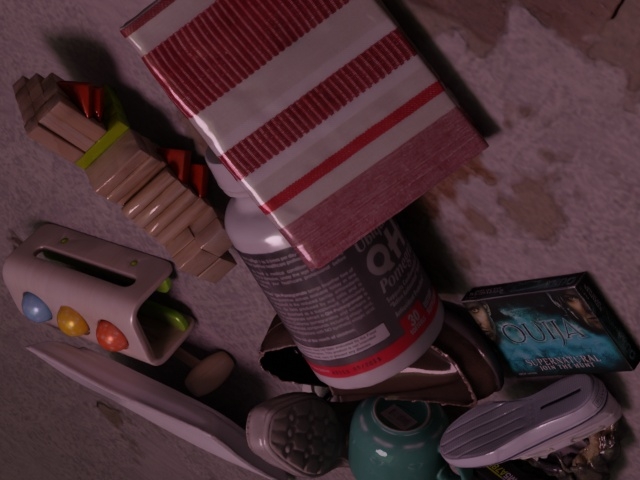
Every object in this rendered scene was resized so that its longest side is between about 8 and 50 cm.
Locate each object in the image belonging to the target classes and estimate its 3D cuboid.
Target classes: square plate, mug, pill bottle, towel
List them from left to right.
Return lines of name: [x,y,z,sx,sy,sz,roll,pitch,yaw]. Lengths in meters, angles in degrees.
square plate: [-0.233,0.257,2.361,0.347,0.049,0.344,22,169,25]
towel: [-0.015,-0.156,1.595,0.237,0.037,0.329,-35,105,14]
pill bottle: [0.000,0.000,1.772,0.176,0.176,0.318,1,131,47]
mug: [0.115,0.250,1.992,0.157,0.129,0.097,1,131,-1]

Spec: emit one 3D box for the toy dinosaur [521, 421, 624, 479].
toy dinosaur: [0.303,0.285,1.909,0.118,0.064,0.268,21,147,18]

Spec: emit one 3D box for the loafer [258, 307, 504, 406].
loafer: [0.067,0.159,1.939,0.366,0.130,0.134,5,134,45]

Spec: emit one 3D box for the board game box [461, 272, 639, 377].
board game box: [0.258,0.099,1.757,0.186,0.026,0.126,-12,121,53]

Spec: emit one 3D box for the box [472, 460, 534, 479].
box: [0.262,0.357,1.995,0.184,0.045,0.191,29,153,59]

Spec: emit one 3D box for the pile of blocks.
pile of blocks: [-0.223,-0.104,1.984,0.112,0.149,0.362,-40,112,16]

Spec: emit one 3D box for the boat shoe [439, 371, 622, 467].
boat shoe: [0.247,0.227,1.819,0.226,0.083,0.076,-24,129,35]

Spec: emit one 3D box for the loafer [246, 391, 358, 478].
loafer: [-0.023,0.253,2.039,0.111,0.112,0.319,5,172,26]

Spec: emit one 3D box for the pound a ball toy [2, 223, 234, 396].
pound a ball toy: [-0.305,0.122,2.295,0.319,0.136,0.208,17,141,35]

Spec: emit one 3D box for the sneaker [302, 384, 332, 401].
sneaker: [-0.008,0.214,2.186,0.044,0.040,0.109,50,146,13]
